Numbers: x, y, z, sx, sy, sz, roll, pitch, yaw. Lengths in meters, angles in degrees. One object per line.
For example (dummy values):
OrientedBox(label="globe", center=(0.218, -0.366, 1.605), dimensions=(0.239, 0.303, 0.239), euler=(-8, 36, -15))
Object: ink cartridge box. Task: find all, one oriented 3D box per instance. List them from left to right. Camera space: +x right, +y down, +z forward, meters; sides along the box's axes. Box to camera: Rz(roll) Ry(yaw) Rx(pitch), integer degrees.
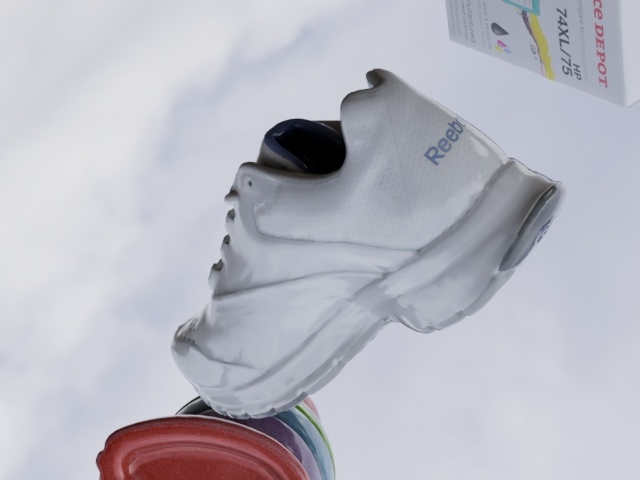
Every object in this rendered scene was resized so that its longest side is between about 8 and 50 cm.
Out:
OrientedBox(label="ink cartridge box", center=(0.288, -0.298, 1.921), dimensions=(0.197, 0.198, 0.270), euler=(-30, -142, -28))

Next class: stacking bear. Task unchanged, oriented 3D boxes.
OrientedBox(label="stacking bear", center=(-0.065, 0.189, 1.514), dimensions=(0.164, 0.175, 0.289), euler=(-13, -171, 8))

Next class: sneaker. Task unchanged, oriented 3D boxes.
OrientedBox(label="sneaker", center=(0.000, 0.000, 0.955), dimensions=(0.297, 0.129, 0.111), euler=(-35, -168, 48))
